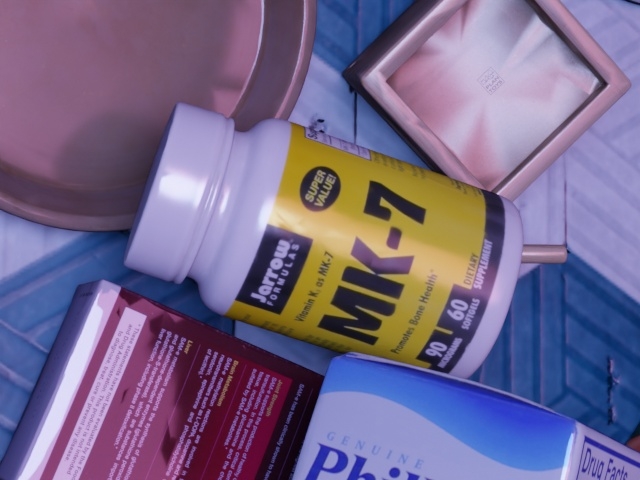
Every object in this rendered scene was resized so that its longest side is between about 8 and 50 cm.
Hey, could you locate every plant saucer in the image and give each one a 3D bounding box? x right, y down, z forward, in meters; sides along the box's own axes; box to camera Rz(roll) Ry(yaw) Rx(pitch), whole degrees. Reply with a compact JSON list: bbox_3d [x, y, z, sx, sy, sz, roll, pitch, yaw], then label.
[{"bbox_3d":[-0.134,-0.144,0.782,0.278,0.041,0.278,-3,96,-24],"label":"plant saucer"}]

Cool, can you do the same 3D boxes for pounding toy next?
[{"bbox_3d":[0.096,-0.061,0.867,0.206,0.094,0.181,-44,103,2],"label":"pounding toy"}]

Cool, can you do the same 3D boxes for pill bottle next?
[{"bbox_3d":[0.000,0.000,0.755,0.208,0.119,0.119,18,78,-11],"label":"pill bottle"}]

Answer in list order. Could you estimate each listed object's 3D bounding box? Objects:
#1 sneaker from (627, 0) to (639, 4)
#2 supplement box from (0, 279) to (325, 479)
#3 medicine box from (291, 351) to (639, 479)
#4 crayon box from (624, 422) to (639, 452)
[{"bbox_3d":[0.225,-0.220,0.927,0.234,0.097,0.084,0,85,-22],"label":"sneaker"},{"bbox_3d":[-0.056,0.129,0.790,0.239,0.073,0.130,26,76,-18],"label":"supplement box"},{"bbox_3d":[0.085,0.238,0.722,0.263,0.149,0.289,30,75,-55],"label":"medicine box"},{"bbox_3d":[0.368,0.060,0.904,0.081,0.202,0.318,45,70,-12],"label":"crayon box"}]
